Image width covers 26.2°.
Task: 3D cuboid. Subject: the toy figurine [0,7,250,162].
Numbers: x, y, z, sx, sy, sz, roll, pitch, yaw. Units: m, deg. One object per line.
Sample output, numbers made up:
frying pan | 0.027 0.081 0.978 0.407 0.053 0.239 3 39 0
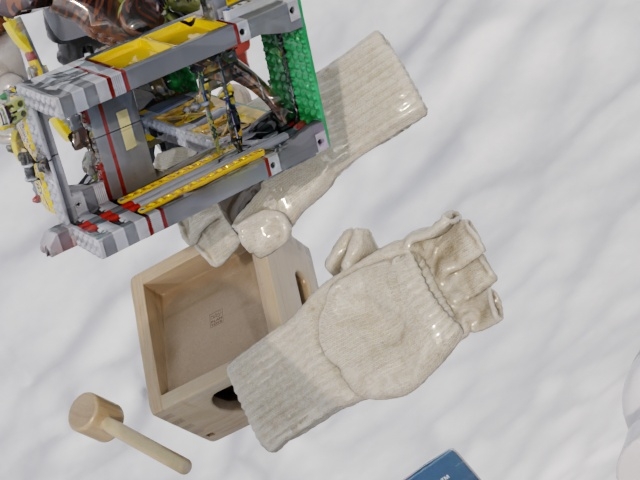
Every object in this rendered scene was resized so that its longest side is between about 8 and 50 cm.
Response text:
toy figurine | -0.171 -0.175 1.091 0.213 0.209 0.148 -56 149 -47

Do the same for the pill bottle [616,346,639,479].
pill bottle | 0.235 0.076 0.779 0.193 0.108 0.108 -51 169 -43

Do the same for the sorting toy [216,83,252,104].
sorting toy | -0.093 -0.025 1.322 0.038 0.193 0.208 -10 166 -24

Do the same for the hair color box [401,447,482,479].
hair color box | 0.132 0.278 0.626 0.105 0.347 0.174 -33 143 -13

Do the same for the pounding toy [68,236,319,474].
pounding toy | -0.093 0.111 1.089 0.206 0.181 0.094 -28 145 20

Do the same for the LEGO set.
LEGO set | -0.149 -0.144 0.795 0.192 0.255 0.331 -28 129 -29

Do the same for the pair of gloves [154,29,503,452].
pair of gloves | 0.000 0.000 0.921 0.204 0.240 0.042 -28 160 21
